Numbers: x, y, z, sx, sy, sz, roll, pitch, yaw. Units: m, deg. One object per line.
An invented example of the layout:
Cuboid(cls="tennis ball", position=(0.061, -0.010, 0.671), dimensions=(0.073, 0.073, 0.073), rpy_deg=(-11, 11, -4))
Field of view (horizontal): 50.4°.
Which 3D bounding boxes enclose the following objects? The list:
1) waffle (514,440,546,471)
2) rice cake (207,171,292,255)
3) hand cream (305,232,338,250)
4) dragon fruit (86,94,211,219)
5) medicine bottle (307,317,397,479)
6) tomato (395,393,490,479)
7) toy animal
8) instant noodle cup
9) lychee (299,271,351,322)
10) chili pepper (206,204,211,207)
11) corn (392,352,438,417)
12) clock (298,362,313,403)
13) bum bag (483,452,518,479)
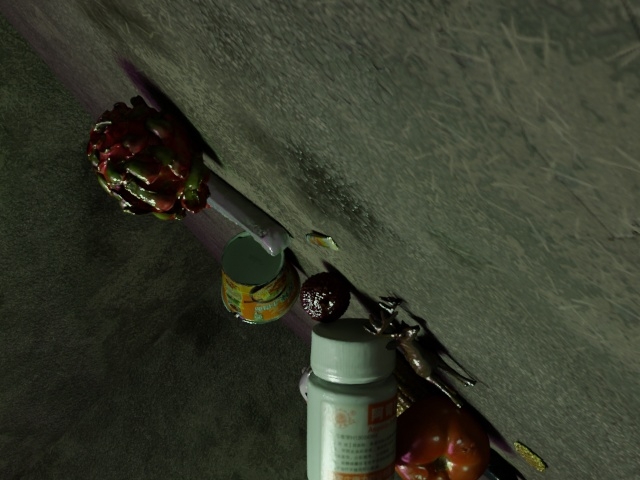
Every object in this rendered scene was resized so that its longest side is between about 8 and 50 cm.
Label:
Cuboid(cls="waffle", position=(0.463, 0.477, 1.506), dimensions=(0.085, 0.016, 0.078), rpy_deg=(39, 164, 23))
Cuboid(cls="rice cake", position=(-0.222, -0.087, 1.728), dimensions=(0.399, 0.070, 0.064), rpy_deg=(36, 163, 32))
Cuboid(cls="hand cream", position=(0.000, 0.000, 1.380), dimensions=(0.102, 0.022, 0.035), rpy_deg=(18, 145, 57))
Cuboid(cls="dragon fruit", position=(-0.385, -0.174, 1.547), dimensions=(0.303, 0.231, 0.237), rpy_deg=(54, 175, -14))
Cuboid(cls="medicine bottle", position=(0.073, 0.380, 1.570), dimensions=(0.211, 0.211, 0.371), rpy_deg=(-160, 69, -64))
Cuboid(cls="tomato", position=(0.293, 0.496, 1.675), dimensions=(0.260, 0.260, 0.180), rpy_deg=(48, -162, -21))
Cuboid(cls="toy animal", position=(0.192, 0.230, 1.378), dimensions=(0.260, 0.087, 0.243), rpy_deg=(40, 167, 7))
Cuboid(cls="instant noodle cup", position=(-0.174, 0.090, 1.878), dimensions=(0.230, 0.230, 0.182), rpy_deg=(39, 158, 22))
Cuboid(cls="lychee", position=(0.009, 0.131, 1.586), dimensions=(0.123, 0.123, 0.129), rpy_deg=(47, 175, -16))
Cuboid(cls="chili pepper", position=(-0.330, -0.146, 1.927), dimensions=(0.088, 0.065, 0.169), rpy_deg=(43, 166, -2))
Cuboid(cls="corn", position=(0.209, 0.386, 1.811), dimensions=(0.347, 0.130, 0.130), rpy_deg=(48, 169, -8))
Cuboid(cls="clock", position=(0.105, 0.590, 2.621), dimensions=(0.376, 0.250, 0.368), rpy_deg=(37, 170, 0))
Cuboid(cls="bum bag", position=(0.436, 0.600, 1.923), dimensions=(0.310, 0.074, 0.137), rpy_deg=(36, 176, 39))
